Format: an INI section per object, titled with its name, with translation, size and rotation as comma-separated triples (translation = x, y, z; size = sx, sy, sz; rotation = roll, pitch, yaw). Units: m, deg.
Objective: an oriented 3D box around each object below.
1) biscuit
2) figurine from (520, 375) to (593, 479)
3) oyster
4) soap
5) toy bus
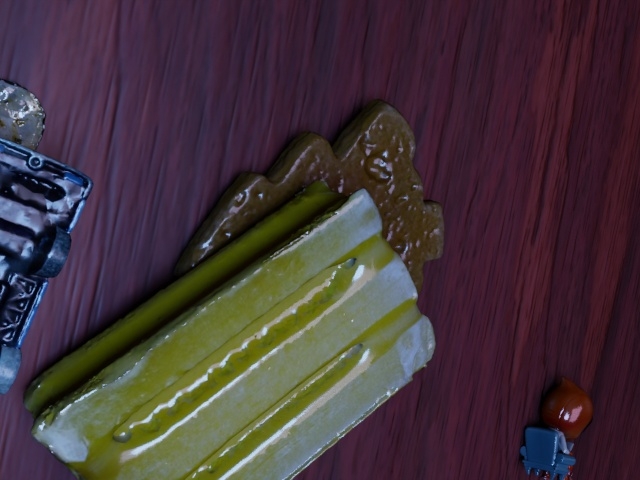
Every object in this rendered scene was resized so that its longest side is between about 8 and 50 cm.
[biscuit]
translation = -0.001, 0.000, 0.691
size = 0.302, 0.043, 0.278
rotation = -5, 103, -32
[figurine]
translation = 0.324, 0.257, 0.953
size = 0.075, 0.068, 0.140
rotation = 28, 74, -32
[oyster]
translation = -0.246, -0.096, 0.515
size = 0.083, 0.019, 0.054
rotation = 23, 65, -43
[soap]
translation = -0.062, 0.108, 0.600
size = 0.315, 0.091, 0.199
rotation = -38, 122, -15
[toy bus]
translation = -0.239, 0.020, 0.483
size = 0.090, 0.106, 0.184
rotation = 25, 87, -32
